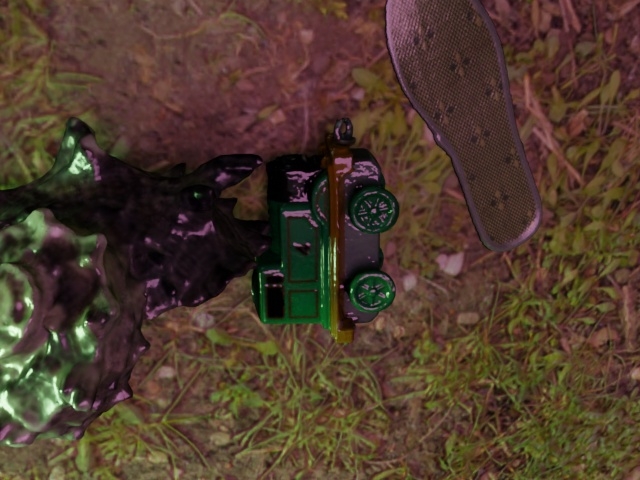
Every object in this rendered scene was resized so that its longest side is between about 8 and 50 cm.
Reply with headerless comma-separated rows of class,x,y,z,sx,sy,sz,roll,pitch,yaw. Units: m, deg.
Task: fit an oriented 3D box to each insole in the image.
insole,0.151,-0.122,0.658,0.109,0.007,0.322,-29,115,-2

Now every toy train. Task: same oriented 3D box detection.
toy train,0.000,0.000,0.622,0.136,0.091,0.227,-4,113,-3

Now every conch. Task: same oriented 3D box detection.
conch,-0.179,0.031,0.506,0.313,0.240,0.186,-23,132,-16
